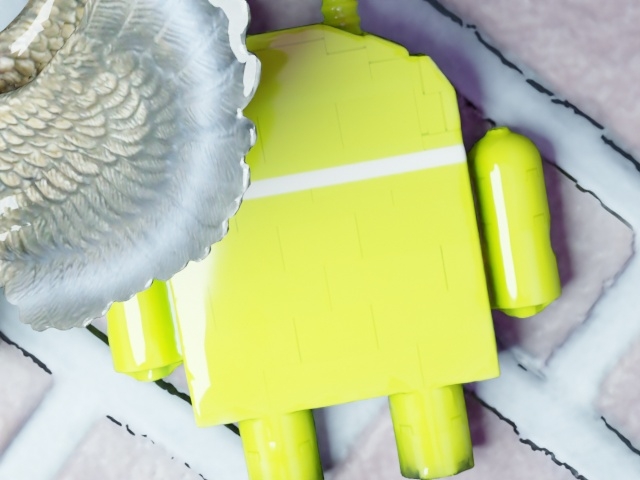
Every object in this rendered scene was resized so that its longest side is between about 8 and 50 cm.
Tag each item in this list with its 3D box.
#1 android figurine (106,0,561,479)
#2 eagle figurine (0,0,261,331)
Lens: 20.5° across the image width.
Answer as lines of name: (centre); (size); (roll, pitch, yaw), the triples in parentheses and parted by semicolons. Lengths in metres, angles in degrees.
android figurine: (0.000, 0.000, 0.948); (0.248, 0.056, 0.273); (-11, 97, 2)
eagle figurine: (-0.146, -0.065, 0.856); (0.298, 0.225, 0.226); (-24, 85, 10)
